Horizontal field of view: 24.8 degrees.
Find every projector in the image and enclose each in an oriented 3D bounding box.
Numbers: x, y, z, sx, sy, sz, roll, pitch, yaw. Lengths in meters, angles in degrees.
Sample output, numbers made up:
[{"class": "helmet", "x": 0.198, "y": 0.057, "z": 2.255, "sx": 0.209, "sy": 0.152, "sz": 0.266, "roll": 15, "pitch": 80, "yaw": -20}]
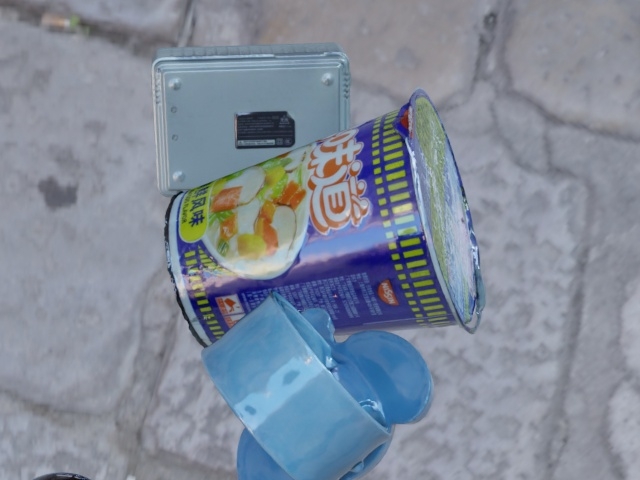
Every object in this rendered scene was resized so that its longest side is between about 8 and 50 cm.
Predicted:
[{"class": "projector", "x": -0.089, "y": -0.153, "z": 1.894, "sx": 0.256, "sy": 0.099, "sz": 0.192, "roll": -2, "pitch": 109, "yaw": -5}]

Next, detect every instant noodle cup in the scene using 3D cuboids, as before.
[{"class": "instant noodle cup", "x": 0.000, "y": 0.000, "z": 1.655, "sx": 0.312, "sy": 0.284, "sz": 0.284, "roll": -14, "pitch": 66, "yaw": 15}]

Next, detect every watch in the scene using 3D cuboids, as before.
[{"class": "watch", "x": -0.023, "y": 0.134, "z": 1.300, "sx": 0.210, "sy": 0.193, "sz": 0.211, "roll": -9, "pitch": 65, "yaw": 19}]

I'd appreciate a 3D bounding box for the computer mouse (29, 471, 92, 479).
[{"class": "computer mouse", "x": -0.294, "y": 0.317, "z": 1.465, "sx": 0.233, "sy": 0.096, "sz": 0.137, "roll": -23, "pitch": 114, "yaw": 6}]
